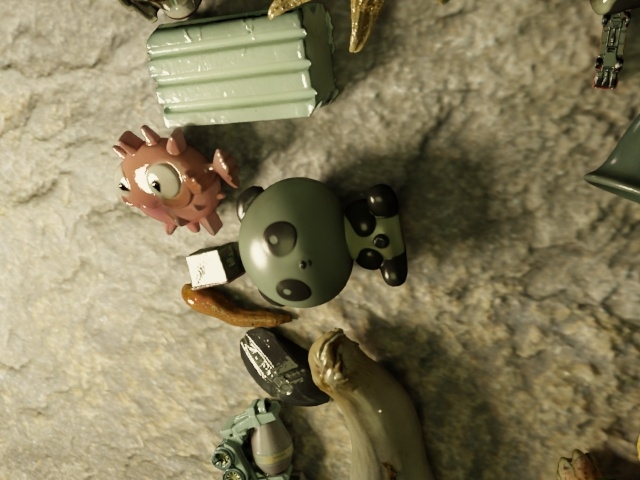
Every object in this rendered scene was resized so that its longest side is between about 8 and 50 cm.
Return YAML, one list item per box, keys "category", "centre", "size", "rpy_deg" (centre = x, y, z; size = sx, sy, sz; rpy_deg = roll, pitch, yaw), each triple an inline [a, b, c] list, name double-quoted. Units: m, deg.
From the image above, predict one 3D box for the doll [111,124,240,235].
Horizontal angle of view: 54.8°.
- category: "doll"
  centre: [-0.234, -0.094, 0.992]
  size: [0.262, 0.093, 0.211]
  rpy_deg: [-5, 130, 32]

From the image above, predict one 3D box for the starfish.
- category: "starfish"
  centre: [0.057, -0.353, 0.758]
  size: [0.277, 0.062, 0.235]
  rpy_deg: [-47, 116, 3]

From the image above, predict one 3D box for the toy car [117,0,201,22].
- category: "toy car"
  centre: [-0.196, -0.421, 0.802]
  size: [0.235, 0.172, 0.158]
  rpy_deg: [-31, 69, 8]

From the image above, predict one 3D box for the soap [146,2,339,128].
- category: "soap"
  centre: [-0.111, -0.251, 0.891]
  size: [0.261, 0.094, 0.150]
  rpy_deg: [0, 117, 20]

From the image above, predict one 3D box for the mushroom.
- category: "mushroom"
  centre: [0.089, 0.325, 1.040]
  size: [0.177, 0.126, 0.397]
  rpy_deg: [1, 116, 30]

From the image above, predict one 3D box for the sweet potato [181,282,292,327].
- category: "sweet potato"
  centre: [-0.155, 0.122, 1.091]
  size: [0.214, 0.050, 0.050]
  rpy_deg: [17, 117, 14]

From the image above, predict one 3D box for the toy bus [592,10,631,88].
- category: "toy bus"
  centre: [0.348, -0.238, 0.737]
  size: [0.031, 0.043, 0.110]
  rpy_deg: [10, 117, 21]

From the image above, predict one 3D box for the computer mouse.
- category: "computer mouse"
  centre: [-0.066, 0.233, 1.095]
  size: [0.192, 0.062, 0.106]
  rpy_deg: [37, 120, 2]

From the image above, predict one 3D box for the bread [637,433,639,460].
- category: "bread"
  centre: [0.553, 0.274, 0.833]
  size: [0.198, 0.120, 0.236]
  rpy_deg: [30, 119, 6]

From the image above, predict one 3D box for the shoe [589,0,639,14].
- category: "shoe"
  centre: [0.435, -0.277, 0.645]
  size: [0.290, 0.114, 0.137]
  rpy_deg: [-13, 110, 15]

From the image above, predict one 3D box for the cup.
- category: "cup"
  centre: [0.428, -0.103, 0.702]
  size: [0.199, 0.199, 0.150]
  rpy_deg: [22, 101, 12]

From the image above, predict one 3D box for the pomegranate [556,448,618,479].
- category: "pomegranate"
  centre: [0.411, 0.414, 0.885]
  size: [0.202, 0.248, 0.202]
  rpy_deg: [-3, 126, -4]

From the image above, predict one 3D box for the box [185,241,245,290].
- category: "box"
  centre: [-0.184, 0.044, 1.064]
  size: [0.084, 0.060, 0.063]
  rpy_deg: [-13, 102, 27]

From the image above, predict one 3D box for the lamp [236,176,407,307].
- category: "lamp"
  centre: [0.000, 0.000, 0.906]
  size: [0.243, 0.198, 0.198]
  rpy_deg: [-8, 109, 15]

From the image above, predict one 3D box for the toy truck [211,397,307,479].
- category: "toy truck"
  centre: [-0.099, 0.427, 1.171]
  size: [0.140, 0.108, 0.257]
  rpy_deg: [-23, 99, 14]
